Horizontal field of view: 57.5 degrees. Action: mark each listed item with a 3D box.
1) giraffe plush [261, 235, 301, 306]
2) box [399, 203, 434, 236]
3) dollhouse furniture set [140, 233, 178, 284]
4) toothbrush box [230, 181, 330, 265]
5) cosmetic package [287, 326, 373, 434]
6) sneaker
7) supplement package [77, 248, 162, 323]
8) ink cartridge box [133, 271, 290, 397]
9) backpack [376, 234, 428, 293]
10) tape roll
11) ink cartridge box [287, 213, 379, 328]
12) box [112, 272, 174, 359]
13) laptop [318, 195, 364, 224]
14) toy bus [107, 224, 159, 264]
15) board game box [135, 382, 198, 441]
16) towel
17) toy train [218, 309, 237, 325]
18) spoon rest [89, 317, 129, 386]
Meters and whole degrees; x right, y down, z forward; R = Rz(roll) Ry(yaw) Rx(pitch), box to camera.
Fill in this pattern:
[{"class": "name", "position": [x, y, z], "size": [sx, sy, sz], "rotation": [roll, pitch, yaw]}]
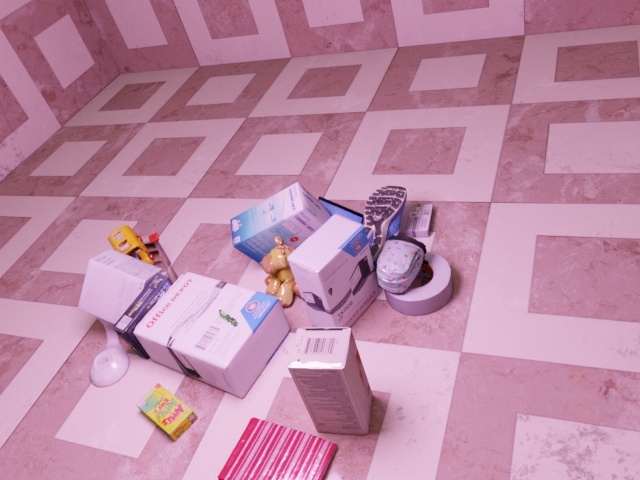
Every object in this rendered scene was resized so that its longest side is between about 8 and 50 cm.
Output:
[{"class": "giraffe plush", "position": [-0.123, 0.091, 1.957], "size": [0.210, 0.170, 0.181], "rotation": [-46, 46, -11]}, {"class": "box", "position": [0.308, -0.071, 2.107], "size": [0.186, 0.038, 0.145], "rotation": [0, 43, 20]}, {"class": "dollhouse furniture set", "position": [-0.654, 0.120, 2.166], "size": [0.212, 0.161, 0.242], "rotation": [-11, 40, 8]}, {"class": "toothbrush box", "position": [-0.132, -0.045, 2.032], "size": [0.295, 0.216, 0.126], "rotation": [-27, 53, 18]}, {"class": "cosmetic package", "position": [0.034, 0.367, 1.509], "size": [0.153, 0.296, 0.129], "rotation": [-3, 41, 16]}, {"class": "sneaker", "position": [0.215, -0.042, 2.003], "size": [0.129, 0.147, 0.330], "rotation": [13, 67, 32]}, {"class": "supplement package", "position": [-0.684, 0.165, 1.999], "size": [0.203, 0.194, 0.149], "rotation": [21, 16, 3]}, {"class": "ink cartridge box", "position": [-0.342, 0.284, 1.851], "size": [0.394, 0.166, 0.285], "rotation": [13, 48, 31]}, {"class": "backpack", "position": [0.237, 0.072, 1.798], "size": [0.151, 0.115, 0.182], "rotation": [10, 50, 26]}, {"class": "tape roll", "position": [0.308, 0.133, 1.846], "size": [0.219, 0.072, 0.219], "rotation": [-11, 41, 10]}, {"class": "ink cartridge box", "position": [0.050, 0.113, 1.786], "size": [0.129, 0.308, 0.223], "rotation": [23, 54, 36]}, {"class": "box", "position": [-0.559, 0.252, 1.940], "size": [0.059, 0.183, 0.233], "rotation": [19, 57, 26]}, {"class": "laptop", "position": [0.000, 0.000, 2.068], "size": [0.264, 0.137, 0.234], "rotation": [-40, 44, -25]}, {"class": "toy bus", "position": [-0.683, 0.040, 2.101], "size": [0.202, 0.104, 0.191], "rotation": [1, 65, 15]}, {"class": "board game box", "position": [-0.459, 0.508, 1.737], "size": [0.181, 0.043, 0.092], "rotation": [22, 54, 38]}, {"class": "towel", "position": [-0.115, 0.581, 1.529], "size": [0.274, 0.031, 0.199], "rotation": [8, 45, 26]}, {"class": "toy train", "position": [-0.278, 0.229, 1.741], "size": [0.083, 0.024, 0.017], "rotation": [26, 56, 38]}, {"class": "spoon rest", "position": [-0.721, 0.371, 1.985], "size": [0.137, 0.084, 0.277], "rotation": [-19, 53, 1]}]
